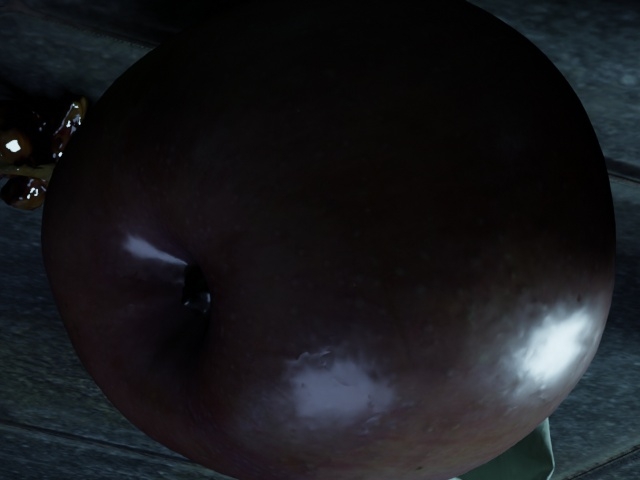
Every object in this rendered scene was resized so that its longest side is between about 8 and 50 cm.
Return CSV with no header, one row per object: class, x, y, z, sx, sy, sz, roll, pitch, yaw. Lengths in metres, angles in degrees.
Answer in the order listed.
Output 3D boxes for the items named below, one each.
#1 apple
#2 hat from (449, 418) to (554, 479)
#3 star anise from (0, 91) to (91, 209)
apple,0.000,0.000,0.862,0.235,0.306,0.305,-15,178,-45
hat,0.033,0.180,1.411,0.258,0.168,0.301,24,152,-30
star anise,-0.174,-0.056,1.079,0.168,0.057,0.168,1,164,0
